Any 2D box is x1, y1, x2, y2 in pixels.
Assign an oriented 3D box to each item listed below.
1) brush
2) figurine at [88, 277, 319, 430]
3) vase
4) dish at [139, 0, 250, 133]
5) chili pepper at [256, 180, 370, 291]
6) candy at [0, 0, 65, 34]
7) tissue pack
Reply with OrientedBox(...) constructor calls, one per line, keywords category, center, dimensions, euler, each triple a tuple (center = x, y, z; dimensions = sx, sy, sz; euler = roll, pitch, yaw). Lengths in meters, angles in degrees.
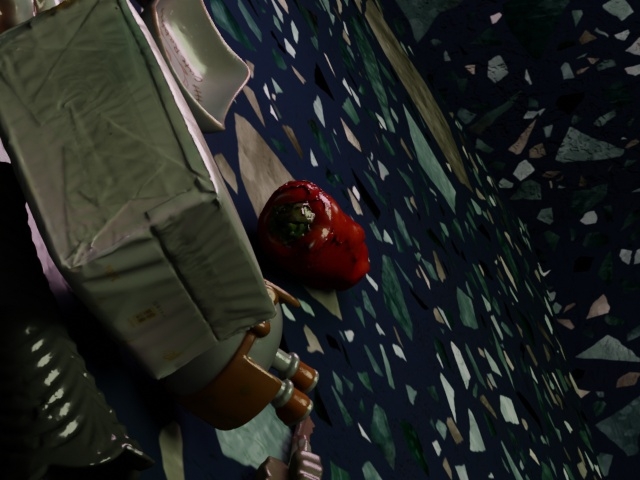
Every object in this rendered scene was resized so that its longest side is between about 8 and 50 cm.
OrientedBox(category="brush", center=(-0.025, 0.228, 1.240), dimensions=(0.301, 0.071, 0.084), euler=(-86, 163, -75))
OrientedBox(category="figurine", center=(-0.105, 0.066, 1.075), dimensions=(0.271, 0.143, 0.143), euler=(52, 20, -35))
OrientedBox(category="vase", center=(-0.203, 0.063, 0.860), dimensions=(0.115, 0.115, 0.237), euler=(28, 36, -63))
OrientedBox(category="dish", center=(-0.158, -0.202, 1.419), dimensions=(0.151, 0.077, 0.212), euler=(60, 17, -19))
OrientedBox(category="chili pepper", center=(0.000, 0.000, 1.566), dimensions=(0.110, 0.110, 0.387), euler=(69, 12, 17))
OrientedBox(category="candy", center=(-0.285, -0.218, 0.921), dimensions=(0.289, 0.157, 0.214), euler=(56, 27, -19))
OrientedBox(category="tissue pack", center=(-0.132, -0.033, 0.896), dimensions=(0.185, 0.124, 0.225), euler=(61, -4, 25))
